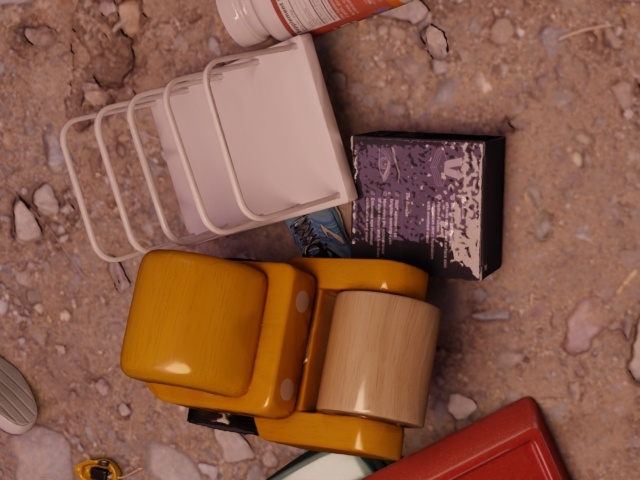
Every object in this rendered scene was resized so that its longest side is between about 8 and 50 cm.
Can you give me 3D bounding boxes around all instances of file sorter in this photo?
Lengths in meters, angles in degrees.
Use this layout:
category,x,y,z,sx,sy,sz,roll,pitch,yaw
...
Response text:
category,x,y,z,sx,sy,sz,roll,pitch,yaw
file sorter,-0.134,-0.095,1.508,0.277,0.173,0.193,-14,94,44

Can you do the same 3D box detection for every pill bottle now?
category,x,y,z,sx,sy,sz,roll,pitch,yaw
pill bottle,-0.005,-0.294,1.499,0.216,0.121,0.121,-16,92,24

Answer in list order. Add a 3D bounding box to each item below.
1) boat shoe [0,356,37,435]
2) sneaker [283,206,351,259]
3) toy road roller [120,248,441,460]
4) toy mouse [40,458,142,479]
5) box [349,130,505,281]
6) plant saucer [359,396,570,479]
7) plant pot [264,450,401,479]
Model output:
category,x,y,z,sx,sy,sz,roll,pitch,yaw
boat shoe,-0.467,0.190,1.790,0.226,0.083,0.076,45,123,22
sneaker,0.000,0.000,1.567,0.063,0.073,0.162,-42,82,22
toy road roller,-0.060,0.108,1.416,0.329,0.240,0.203,1,76,36
toy mouse,-0.300,0.356,1.765,0.161,0.031,0.143,4,99,21
box,0.121,-0.042,1.502,0.158,0.093,0.156,5,100,22
plant saucer,0.190,0.341,1.477,0.258,0.048,0.259,-24,88,-17
plant pot,-0.006,0.334,1.581,0.234,0.165,0.166,-43,82,16
